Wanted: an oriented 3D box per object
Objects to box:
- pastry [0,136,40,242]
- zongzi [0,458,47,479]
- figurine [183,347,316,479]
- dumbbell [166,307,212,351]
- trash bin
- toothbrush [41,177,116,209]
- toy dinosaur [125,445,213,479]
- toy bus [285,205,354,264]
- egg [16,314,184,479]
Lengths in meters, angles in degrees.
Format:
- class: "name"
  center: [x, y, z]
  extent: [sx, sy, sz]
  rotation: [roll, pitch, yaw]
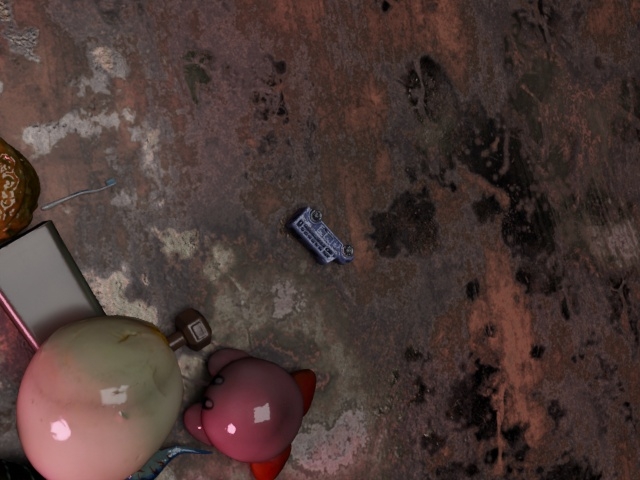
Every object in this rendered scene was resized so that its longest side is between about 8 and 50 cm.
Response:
- class: "pastry"
  center: [-0.661, -0.091, 1.507]
  extent: [0.240, 0.132, 0.235]
  rotation: [19, 86, -10]
- class: "zongzi"
  center: [-0.584, 0.489, 1.465]
  extent: [0.362, 0.319, 0.383]
  rotation: [-34, 120, -23]
- class: "figurine"
  center: [-0.127, 0.363, 1.681]
  extent: [0.261, 0.211, 0.270]
  rotation: [31, 75, -20]
- class: "dumbbell"
  center: [-0.336, 0.230, 1.662]
  extent: [0.231, 0.082, 0.092]
  rotation: [-30, 101, -23]
- class: "trash bin"
  center: [-0.544, 0.104, 1.555]
  extent: [0.164, 0.122, 0.241]
  rotation: [-33, 103, -22]
- class: "toothbrush"
  center: [-0.498, -0.093, 1.643]
  extent: [0.162, 0.014, 0.017]
  rotation: [-27, 113, -23]
- class: "toy dinosaur"
  center: [-0.392, 0.463, 1.630]
  extent: [0.329, 0.076, 0.144]
  rotation: [-27, 107, -20]
- class: "toy bus"
  center: [0.000, 0.000, 1.837]
  extent: [0.076, 0.073, 0.167]
  rotation: [-46, 102, -17]
- class: "egg"
  center: [-0.406, 0.303, 1.448]
  extent: [0.283, 0.283, 0.345]
  rotation: [17, 112, -23]
